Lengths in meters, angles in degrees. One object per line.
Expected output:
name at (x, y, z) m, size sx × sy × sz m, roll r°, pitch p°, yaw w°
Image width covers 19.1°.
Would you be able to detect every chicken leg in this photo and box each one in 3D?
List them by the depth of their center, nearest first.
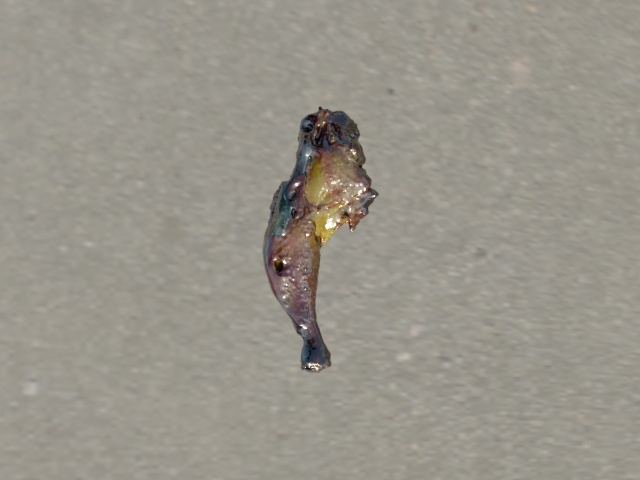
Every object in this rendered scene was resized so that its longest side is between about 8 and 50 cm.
chicken leg at (-0.004, -0.001, 1.056) m, size 0.062 × 0.037 × 0.145 m, roll 18°, pitch 99°, yaw 22°
